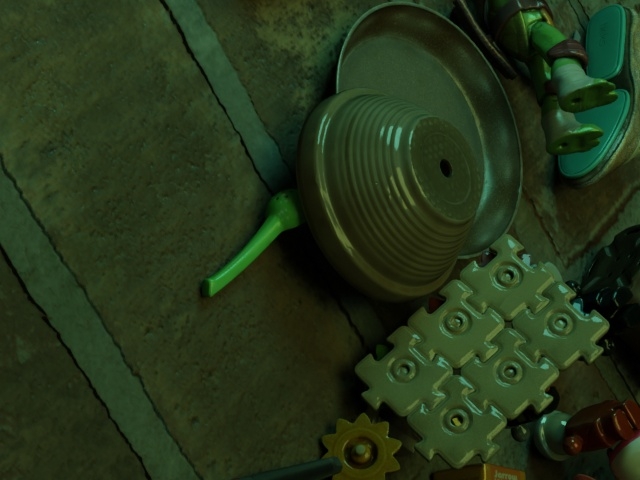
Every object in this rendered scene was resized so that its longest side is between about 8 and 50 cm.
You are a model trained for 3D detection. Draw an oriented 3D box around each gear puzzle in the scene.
[{"bbox_3d":[0.140,0.154,1.780,0.339,0.044,0.175,-40,68,-18],"label":"gear puzzle"}]

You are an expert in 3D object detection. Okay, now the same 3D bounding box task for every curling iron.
[{"bbox_3d":[-0.078,0.259,1.629,0.274,0.035,0.068,-20,94,-46],"label":"curling iron"}]

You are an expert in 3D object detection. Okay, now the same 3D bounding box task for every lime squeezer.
[{"bbox_3d":[0.000,0.000,1.787,0.310,0.059,0.110,0,74,-46],"label":"lime squeezer"}]

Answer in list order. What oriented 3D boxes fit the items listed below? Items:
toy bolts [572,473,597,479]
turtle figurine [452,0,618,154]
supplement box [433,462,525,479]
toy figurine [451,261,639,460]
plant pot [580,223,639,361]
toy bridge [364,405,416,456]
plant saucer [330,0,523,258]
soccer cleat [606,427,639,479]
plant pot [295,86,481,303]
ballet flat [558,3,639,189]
[{"bbox_3d":[0.354,0.391,1.947,0.158,0.218,0.228,15,32,-55],"label":"toy bolts"},{"bbox_3d":[0.317,-0.252,2.069,0.275,0.198,0.266,13,49,-36],"label":"turtle figurine"},{"bbox_3d":[0.177,0.361,1.815,0.078,0.080,0.233,15,63,-43],"label":"supplement box"},{"bbox_3d":[0.255,0.139,1.934,0.209,0.148,0.213,16,66,-34],"label":"toy figurine"},{"bbox_3d":[0.426,0.077,2.119,0.165,0.167,0.167,39,51,-18],"label":"plant pot"},{"bbox_3d":[0.072,0.210,1.802,0.063,0.026,0.188,36,53,-27],"label":"toy bridge"},{"bbox_3d":[0.116,-0.124,1.953,0.311,0.050,0.310,18,64,-41],"label":"plant saucer"},{"bbox_3d":[0.454,0.297,2.015,0.331,0.116,0.143,27,27,-56],"label":"soccer cleat"},{"bbox_3d":[0.094,-0.060,1.784,0.237,0.110,0.237,23,57,-42],"label":"plant pot"},{"bbox_3d":[0.389,-0.172,2.207,0.106,0.107,0.316,44,50,-34],"label":"ballet flat"}]
